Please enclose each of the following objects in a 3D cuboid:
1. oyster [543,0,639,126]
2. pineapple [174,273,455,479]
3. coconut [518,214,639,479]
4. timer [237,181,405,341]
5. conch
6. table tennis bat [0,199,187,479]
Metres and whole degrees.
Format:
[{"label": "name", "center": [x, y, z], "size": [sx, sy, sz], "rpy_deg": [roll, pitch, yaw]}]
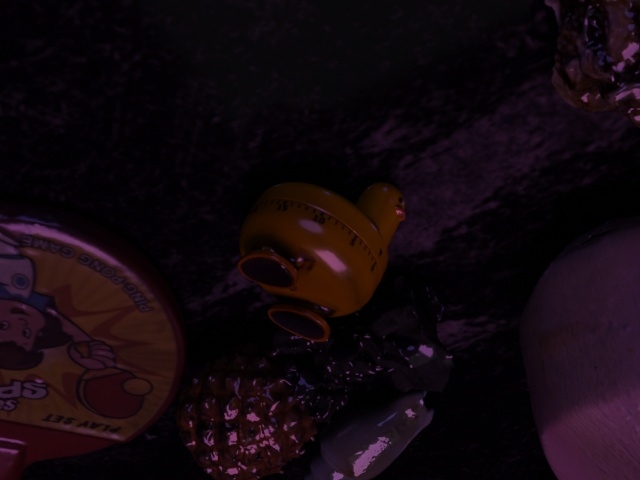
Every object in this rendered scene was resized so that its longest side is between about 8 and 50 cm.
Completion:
[{"label": "oyster", "center": [0.235, -0.125, 0.429], "size": [0.222, 0.083, 0.214], "rpy_deg": [17, 145, -27]}, {"label": "pineapple", "center": [0.001, 0.108, 0.641], "size": [0.237, 0.111, 0.119], "rpy_deg": [-32, 157, 18]}, {"label": "coconut", "center": [0.258, 0.104, 0.556], "size": [0.224, 0.234, 0.224], "rpy_deg": [-5, 134, -5]}, {"label": "timer", "center": [0.000, 0.000, 0.556], "size": [0.107, 0.109, 0.107], "rpy_deg": [21, 147, 15]}, {"label": "conch", "center": [0.043, 0.202, 0.751], "size": [0.180, 0.065, 0.088], "rpy_deg": [-40, 122, 19]}, {"label": "table tennis bat", "center": [-0.265, 0.127, 0.679], "size": [0.268, 0.051, 0.415], "rpy_deg": [14, 128, -16]}]
